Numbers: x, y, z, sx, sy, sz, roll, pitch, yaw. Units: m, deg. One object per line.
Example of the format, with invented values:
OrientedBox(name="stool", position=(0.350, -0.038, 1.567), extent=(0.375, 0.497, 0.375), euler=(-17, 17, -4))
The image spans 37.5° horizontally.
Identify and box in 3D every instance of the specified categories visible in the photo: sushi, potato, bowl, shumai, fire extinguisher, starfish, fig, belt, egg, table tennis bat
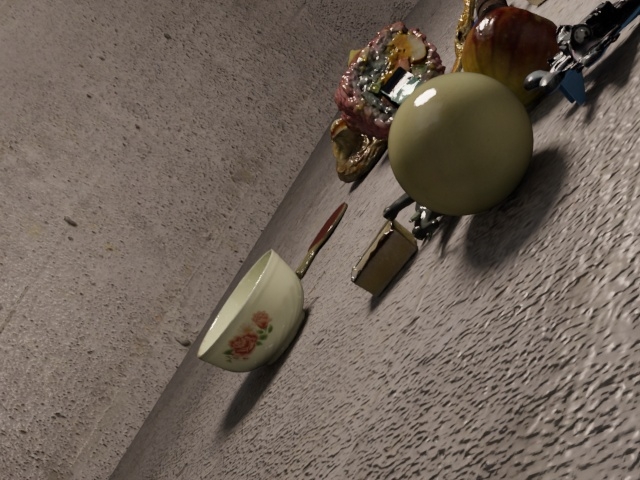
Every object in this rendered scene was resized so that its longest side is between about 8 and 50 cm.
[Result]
OrientedBox(name="sushi", position=(0.162, -0.374, 2.246), extent=(0.270, 0.236, 0.171), euler=(-55, -4, -10))
OrientedBox(name="potato", position=(0.103, 0.028, 1.543), extent=(0.122, 0.061, 0.086), euler=(-54, 8, 19))
OrientedBox(name="bowl", position=(-0.126, 0.167, 1.981), extent=(0.277, 0.145, 0.277), euler=(-54, 7, 9))
OrientedBox(name="shumai", position=(0.092, -0.257, 2.456), extent=(0.209, 0.153, 0.161), euler=(-47, 18, 26))
OrientedBox(name="fire extinguisher", position=(0.374, -0.514, 2.076), extent=(0.072, 0.089, 0.268), euler=(-37, 14, 20))
OrientedBox(name="starfish", position=(0.317, -0.457, 2.076), extent=(0.138, 0.050, 0.248), euler=(-67, -9, -82))
OrientedBox(name="fig", position=(0.269, -0.242, 1.433), extent=(0.160, 0.143, 0.231), euler=(-5, -50, -59))
OrientedBox(name="belt", position=(0.197, -0.283, 1.937), extent=(0.078, 0.151, 0.198), euler=(-51, -7, 6))
OrientedBox(name="egg", position=(0.183, -0.127, 1.264), extent=(0.189, 0.188, 0.253), euler=(-55, 3, -2))
OrientedBox(name="table tennis bat", position=(0.000, 0.000, 2.382), extent=(0.247, 0.022, 0.138), euler=(-57, 8, -32))

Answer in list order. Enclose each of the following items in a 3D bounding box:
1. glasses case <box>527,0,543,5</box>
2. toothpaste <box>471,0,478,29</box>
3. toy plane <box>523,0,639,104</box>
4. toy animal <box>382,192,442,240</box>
OrientedBox(name="glasses case", position=(0.478, -0.563, 1.734), extent=(0.144, 0.076, 0.336), euler=(-56, 8, -18))
OrientedBox(name="toothpaste", position=(0.402, -0.571, 2.313), extent=(0.096, 0.061, 0.266), euler=(-44, 20, 45))
OrientedBox(name="toy plane", position=(0.368, -0.282, 1.223), extent=(0.246, 0.078, 0.169), euler=(-53, 8, 9))
OrientedBox(name="toy animal", position=(0.167, -0.064, 1.470), extent=(0.137, 0.082, 0.269), euler=(-49, 9, 39))
